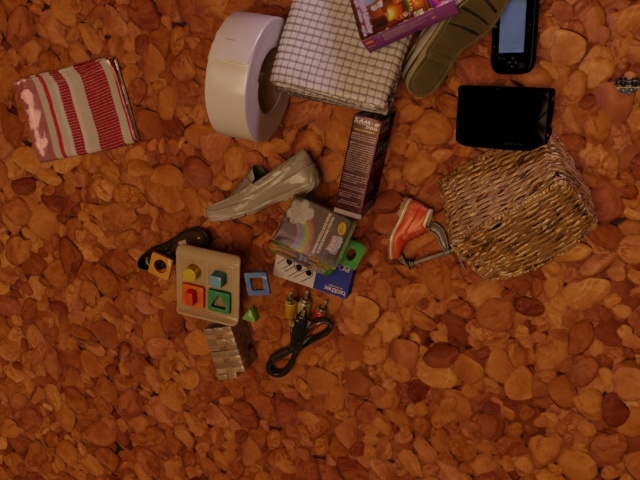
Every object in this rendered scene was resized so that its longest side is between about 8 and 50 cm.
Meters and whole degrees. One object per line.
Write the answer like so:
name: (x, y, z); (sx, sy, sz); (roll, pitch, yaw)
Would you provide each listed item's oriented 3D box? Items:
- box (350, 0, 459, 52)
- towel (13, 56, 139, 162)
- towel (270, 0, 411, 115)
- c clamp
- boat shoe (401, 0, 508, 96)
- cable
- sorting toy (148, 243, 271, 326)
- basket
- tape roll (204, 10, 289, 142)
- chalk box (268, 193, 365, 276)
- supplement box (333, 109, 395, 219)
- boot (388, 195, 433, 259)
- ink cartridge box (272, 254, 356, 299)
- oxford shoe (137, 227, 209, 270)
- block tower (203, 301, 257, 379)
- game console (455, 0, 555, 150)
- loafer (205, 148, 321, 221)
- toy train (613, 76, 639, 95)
box: (0.151, -0.561, 1.634); (0.201, 0.057, 0.293); (-20, 68, 19)
towel: (-0.658, -0.347, 2.106); (0.329, 0.037, 0.237); (-7, 106, 22)
towel: (0.053, -0.413, 1.736); (0.284, 0.121, 0.235); (15, 84, 13)
c clamp: (0.256, 0.026, 1.903); (0.161, 0.022, 0.137); (-14, 101, 25)
boat shoe: (0.274, -0.453, 1.675); (0.113, 0.103, 0.302); (24, 123, -32)
cable: (-0.054, 0.258, 2.097); (0.140, 0.072, 0.287); (17, 127, -4)
sorting toy: (-0.297, 0.120, 2.022); (0.348, 0.047, 0.196); (11, 112, 16)
basket: (0.445, -0.076, 1.761); (0.299, 0.223, 0.213); (-32, 127, 26)
tape roll: (-0.155, -0.369, 1.773); (0.100, 0.286, 0.286); (14, 112, 16)
chalk box: (0.000, 0.000, 1.894); (0.213, 0.132, 0.132); (26, 77, -3)
supplement box: (0.103, -0.183, 1.828); (0.073, 0.130, 0.239); (17, 114, 14)
boot: (0.214, -0.018, 1.874); (0.085, 0.059, 0.157); (22, 105, 14)
ink cartridge box: (-0.014, 0.070, 2.005); (0.207, 0.046, 0.097); (18, 115, 13)
oxford shoe: (-0.397, 0.035, 2.108); (0.227, 0.096, 0.082); (-26, 96, 24)
block tower: (-0.267, 0.202, 2.120); (0.091, 0.097, 0.335); (-10, 106, 23)
game console: (0.396, -0.375, 1.676); (0.213, 0.044, 0.361); (10, 105, 37)
loafer: (-0.151, -0.133, 1.958); (0.320, 0.112, 0.111); (-20, 95, 17)
toy train: (0.690, -0.318, 1.624); (0.158, 0.027, 0.036); (5, 120, 18)
